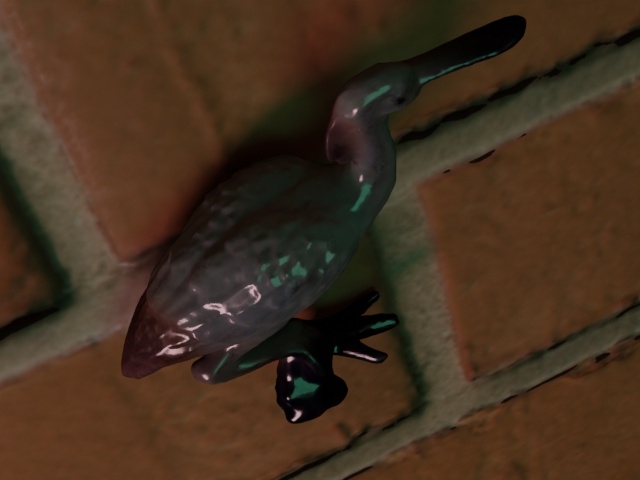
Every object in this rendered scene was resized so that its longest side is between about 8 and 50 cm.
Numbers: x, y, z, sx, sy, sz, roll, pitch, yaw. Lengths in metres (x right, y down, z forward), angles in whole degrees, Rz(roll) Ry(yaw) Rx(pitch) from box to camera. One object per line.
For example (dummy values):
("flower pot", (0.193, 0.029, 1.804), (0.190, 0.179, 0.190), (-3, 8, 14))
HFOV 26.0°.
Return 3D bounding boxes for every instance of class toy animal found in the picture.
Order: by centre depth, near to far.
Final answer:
("toy animal", (-0.016, -0.004, 0.822), (0.195, 0.090, 0.324), (-14, 144, -27))
